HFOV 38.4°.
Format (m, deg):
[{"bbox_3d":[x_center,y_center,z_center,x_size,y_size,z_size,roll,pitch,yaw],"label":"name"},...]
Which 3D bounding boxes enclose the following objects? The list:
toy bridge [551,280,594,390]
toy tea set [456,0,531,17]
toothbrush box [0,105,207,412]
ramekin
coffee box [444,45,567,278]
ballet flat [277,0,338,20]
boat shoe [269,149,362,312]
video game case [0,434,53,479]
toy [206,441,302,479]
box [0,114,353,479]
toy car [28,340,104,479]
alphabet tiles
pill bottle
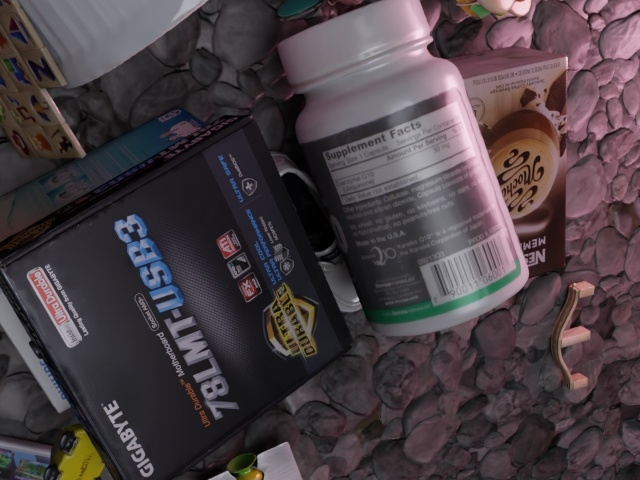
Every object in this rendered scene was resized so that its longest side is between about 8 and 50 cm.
[{"bbox_3d":[0.400,0.154,1.468,0.063,0.026,0.188,-12,113,-22],"label":"toy bridge"},{"bbox_3d":[0.148,-0.370,1.116,0.336,0.124,0.200,37,60,-29],"label":"toy tea set"},{"bbox_3d":[-0.225,0.017,1.038,0.296,0.126,0.216,-31,121,-14],"label":"toothbrush box"},{"bbox_3d":[-0.180,-0.282,0.870,0.277,0.277,0.135,-41,114,-8],"label":"ramekin"},{"bbox_3d":[0.231,-0.095,1.233,0.168,0.119,0.297,-16,115,-22],"label":"coffee box"},{"bbox_3d":[0.000,-0.288,1.092,0.114,0.041,0.041,-41,121,-7],"label":"ballet flat"},{"bbox_3d":[0.000,0.000,1.169,0.096,0.088,0.267,-35,120,-12],"label":"boat shoe"},{"bbox_3d":[-0.413,0.322,1.117,0.201,0.023,0.183,21,98,-31],"label":"video game case"},{"bbox_3d":[-0.076,0.402,1.300,0.137,0.056,0.237,-24,113,-14],"label":"toy"},{"bbox_3d":[-0.139,0.065,0.941,0.293,0.073,0.295,-34,114,-27],"label":"box"},{"bbox_3d":[-0.235,0.149,0.982,0.239,0.053,0.225,-35,123,-12],"label":"toy car"},{"bbox_3d":[-0.319,-0.178,0.883,0.009,0.198,0.237,-49,126,-34],"label":"alphabet tiles"},{"bbox_3d":[0.093,-0.088,1.074,0.204,0.204,0.361,-23,99,-18],"label":"pill bottle"}]
